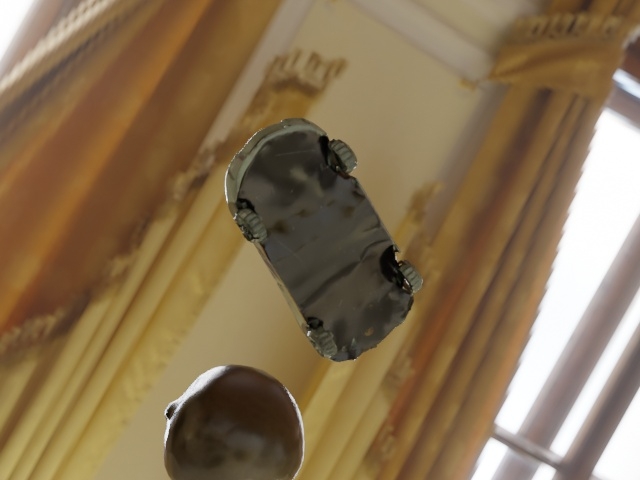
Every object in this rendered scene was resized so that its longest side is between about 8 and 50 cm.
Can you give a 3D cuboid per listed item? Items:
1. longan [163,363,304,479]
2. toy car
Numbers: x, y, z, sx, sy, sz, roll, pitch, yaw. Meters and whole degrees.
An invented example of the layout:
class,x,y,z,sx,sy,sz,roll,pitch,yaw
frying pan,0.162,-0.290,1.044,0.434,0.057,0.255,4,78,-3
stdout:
class,x,y,z,sx,sy,sz,roll,pitch,yaw
longan,-0.103,0.237,1.667,0.189,0.189,0.189,29,-179,0
toy car,0.000,0.000,0.993,0.205,0.095,0.056,59,167,-30
